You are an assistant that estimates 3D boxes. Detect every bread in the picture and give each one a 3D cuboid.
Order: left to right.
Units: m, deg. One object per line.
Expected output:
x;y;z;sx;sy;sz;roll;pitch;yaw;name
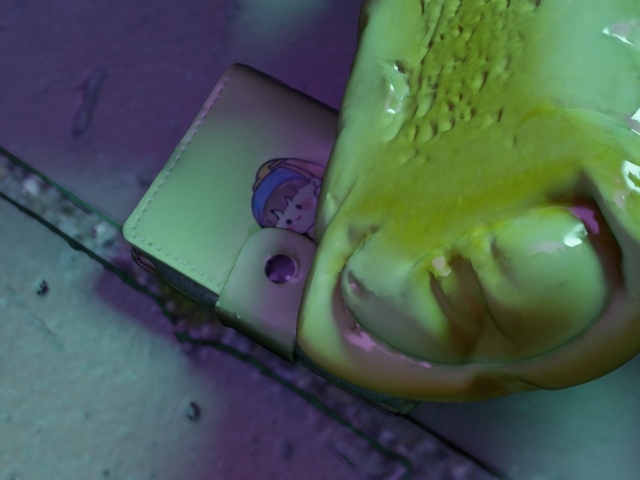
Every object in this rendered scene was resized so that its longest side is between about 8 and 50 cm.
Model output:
0.099;-0.079;0.769;0.172;0.121;0.311;-16;46;36;bread

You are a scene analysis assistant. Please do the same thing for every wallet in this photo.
0.000;0.000;0.842;0.155;0.039;0.110;29;78;20;wallet
